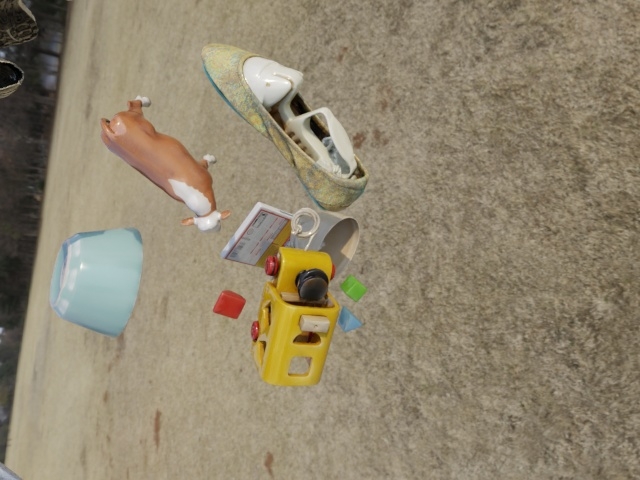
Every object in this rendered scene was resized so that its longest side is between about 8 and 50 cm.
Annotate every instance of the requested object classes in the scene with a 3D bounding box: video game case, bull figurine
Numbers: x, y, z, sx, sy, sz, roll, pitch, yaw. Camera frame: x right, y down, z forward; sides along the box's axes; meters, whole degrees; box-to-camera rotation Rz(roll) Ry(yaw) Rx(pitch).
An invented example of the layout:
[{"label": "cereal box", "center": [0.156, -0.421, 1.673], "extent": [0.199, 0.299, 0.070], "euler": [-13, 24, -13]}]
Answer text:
[{"label": "video game case", "center": [-0.128, 0.005, 1.323], "extent": [0.204, 0.285, 0.025], "euler": [-50, 47, 21]}, {"label": "bull figurine", "center": [-0.296, -0.149, 0.893], "extent": [0.101, 0.310, 0.189], "euler": [-34, 34, 13]}]

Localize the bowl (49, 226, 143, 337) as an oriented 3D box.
[{"label": "bowl", "center": [-0.614, 0.100, 1.183], "extent": [0.311, 0.163, 0.312], "euler": [-19, 65, 47]}]

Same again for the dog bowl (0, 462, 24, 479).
[{"label": "dog bowl", "center": [-0.450, 0.306, 0.504], "extent": [0.264, 0.265, 0.104], "euler": [-24, 26, 55]}]

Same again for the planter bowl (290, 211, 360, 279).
[{"label": "planter bowl", "center": [0.000, 0.000, 1.016], "extent": [0.109, 0.162, 0.162], "euler": [29, 112, 31]}]

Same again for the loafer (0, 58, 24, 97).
[{"label": "loafer", "center": [-0.618, -0.286, 0.731], "extent": [0.087, 0.251, 0.095], "euler": [-4, 107, 23]}]

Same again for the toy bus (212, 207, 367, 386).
[{"label": "toy bus", "center": [-0.025, 0.095, 0.591], "extent": [0.190, 0.202, 0.104], "euler": [-36, 28, -6]}]

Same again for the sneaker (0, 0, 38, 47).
[{"label": "sneaker", "center": [-0.490, -0.389, 0.640], "extent": [0.271, 0.100, 0.108], "euler": [-13, 110, 58]}]

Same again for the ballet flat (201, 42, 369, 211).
[{"label": "ballet flat", "center": [-0.044, -0.203, 0.718], "extent": [0.349, 0.123, 0.123], "euler": [50, 145, -9]}]
